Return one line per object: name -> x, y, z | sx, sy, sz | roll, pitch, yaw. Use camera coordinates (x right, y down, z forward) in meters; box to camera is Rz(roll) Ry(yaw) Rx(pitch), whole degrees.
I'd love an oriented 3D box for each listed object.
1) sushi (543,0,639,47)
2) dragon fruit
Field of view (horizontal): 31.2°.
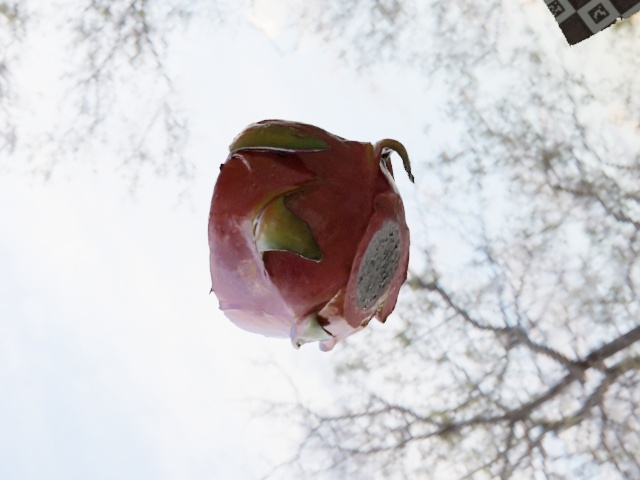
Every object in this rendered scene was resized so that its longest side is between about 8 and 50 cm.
sushi -> 0.345, -0.377, 1.442 | 0.210, 0.192, 0.040 | 66, -165, 13
dragon fruit -> 0.000, 0.000, 1.372 | 0.290, 0.189, 0.291 | -26, -60, -58
